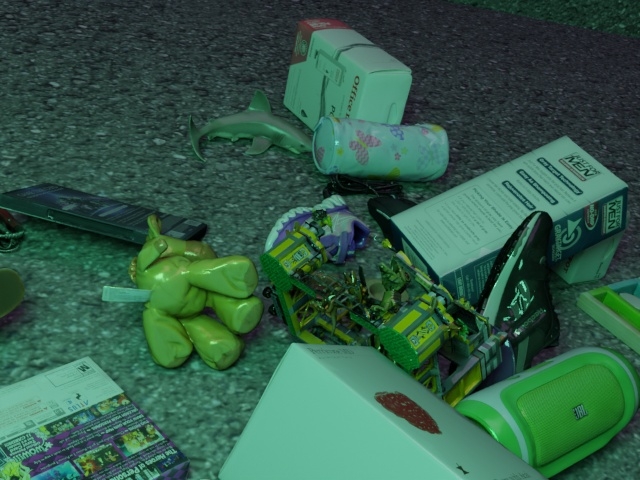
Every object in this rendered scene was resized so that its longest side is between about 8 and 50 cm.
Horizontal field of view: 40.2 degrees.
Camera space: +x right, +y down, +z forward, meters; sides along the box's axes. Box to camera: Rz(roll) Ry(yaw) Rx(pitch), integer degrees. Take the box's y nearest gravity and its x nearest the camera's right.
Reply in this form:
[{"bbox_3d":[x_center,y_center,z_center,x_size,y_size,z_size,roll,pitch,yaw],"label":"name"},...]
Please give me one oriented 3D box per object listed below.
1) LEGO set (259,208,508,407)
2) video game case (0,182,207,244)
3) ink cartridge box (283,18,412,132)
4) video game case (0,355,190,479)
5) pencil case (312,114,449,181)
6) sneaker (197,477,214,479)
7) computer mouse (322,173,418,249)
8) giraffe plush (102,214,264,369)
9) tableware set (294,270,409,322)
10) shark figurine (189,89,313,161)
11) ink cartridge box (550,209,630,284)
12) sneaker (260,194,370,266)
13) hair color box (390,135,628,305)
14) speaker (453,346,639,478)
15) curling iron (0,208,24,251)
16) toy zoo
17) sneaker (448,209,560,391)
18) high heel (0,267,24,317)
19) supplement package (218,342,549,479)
[{"bbox_3d":[0.096,0.081,1.140,0.192,0.255,0.331,-38,38,-25],"label":"LEGO set"},{"bbox_3d":[-0.325,-0.038,1.349,0.274,0.026,0.196,14,9,1],"label":"video game case"},{"bbox_3d":[0.051,-0.325,1.869,0.117,0.207,0.283,-9,37,-32],"label":"ink cartridge box"},{"bbox_3d":[-0.297,0.234,0.956,0.210,0.041,0.232,35,36,32],"label":"video game case"},{"bbox_3d":[0.122,-0.183,1.736,0.273,0.124,0.113,0,-10,-24],"label":"pencil case"},{"bbox_3d":[-0.092,0.300,0.932,0.118,0.042,0.067,15,28,11],"label":"sneaker"},{"bbox_3d":[0.108,-0.061,1.600,0.184,0.060,0.262,4,31,-19],"label":"computer mouse"},{"bbox_3d":[-0.191,0.057,1.184,0.210,0.181,0.170,22,14,-21],"label":"giraffe plush"},{"bbox_3d":[0.051,0.078,1.365,0.194,0.039,0.128,7,31,-12],"label":"tableware set"},{"bbox_3d":[-0.153,-0.242,1.745,0.278,0.116,0.166,-1,32,-28],"label":"shark figurine"},{"bbox_3d":[0.445,-0.038,1.613,0.087,0.153,0.208,-7,35,-31],"label":"ink cartridge box"},{"bbox_3d":[0.000,0.000,1.430,0.104,0.095,0.236,37,35,21],"label":"sneaker"},{"bbox_3d":[0.310,-0.028,1.445,0.347,0.105,0.174,-25,44,-9],"label":"hair color box"},{"bbox_3d":[0.289,0.227,1.130,0.297,0.131,0.131,-14,40,-39],"label":"speaker"},{"bbox_3d":[-0.532,-0.063,1.358,0.068,0.035,0.274,-10,38,-36],"label":"curling iron"},{"bbox_3d":[0.613,0.130,1.525,0.293,0.030,0.192,-9,37,-34],"label":"toy zoo"},{"bbox_3d":[0.297,0.098,1.273,0.124,0.283,0.107,26,-12,3],"label":"sneaker"},{"bbox_3d":[-0.546,0.119,1.024,0.377,0.127,0.181,-23,18,-41],"label":"high heel"},{"bbox_3d":[0.076,0.255,0.897,0.293,0.175,0.177,35,12,31],"label":"supplement package"}]
